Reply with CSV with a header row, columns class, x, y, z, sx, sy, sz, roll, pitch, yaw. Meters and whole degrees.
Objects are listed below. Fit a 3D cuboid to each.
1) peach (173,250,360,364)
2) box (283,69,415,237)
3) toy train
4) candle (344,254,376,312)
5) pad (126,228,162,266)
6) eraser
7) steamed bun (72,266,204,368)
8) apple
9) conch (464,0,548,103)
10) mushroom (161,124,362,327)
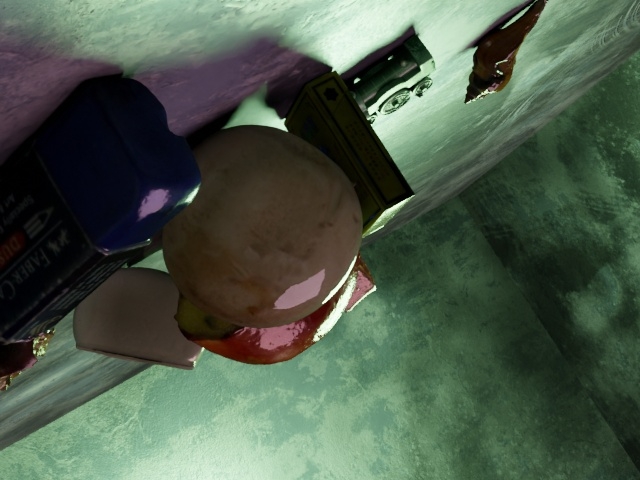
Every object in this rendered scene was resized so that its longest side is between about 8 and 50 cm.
class,x,y,z,sx,sy,sz,roll,pitch,yaw
peach,-0.094,0.056,1.733,0.338,0.281,0.281,-30,173,-45
box,0.038,-0.123,1.585,0.064,0.220,0.141,-31,172,-22
toy train,0.101,-0.241,1.680,0.178,0.071,0.104,-34,166,2
candle,0.000,0.000,2.092,0.131,0.287,0.317,-38,170,8
pad,-0.260,-0.021,1.835,0.174,0.022,0.233,-32,175,-14
eraser,-0.276,-0.021,1.158,0.332,0.155,0.101,-37,171,34
steamed bun,-0.318,0.136,1.929,0.242,0.164,0.146,11,168,-10
apple,-0.462,0.136,1.519,0.156,0.147,0.158,-64,-172,-7
conch,0.328,-0.348,1.965,0.086,0.080,0.232,-43,159,-47
mushroom,-0.094,-0.026,1.552,0.292,0.292,0.290,-32,-165,-1
